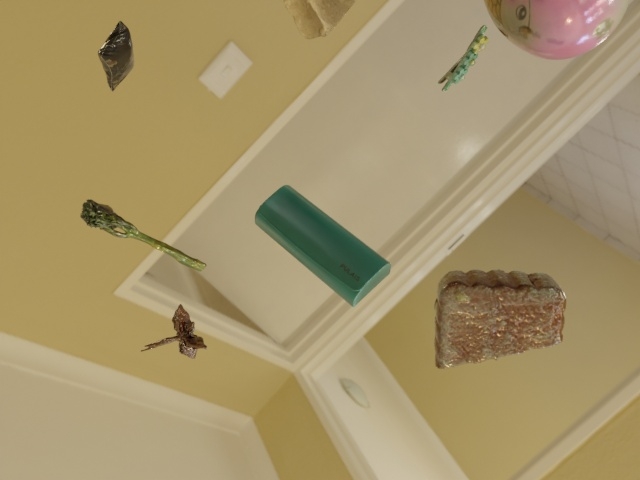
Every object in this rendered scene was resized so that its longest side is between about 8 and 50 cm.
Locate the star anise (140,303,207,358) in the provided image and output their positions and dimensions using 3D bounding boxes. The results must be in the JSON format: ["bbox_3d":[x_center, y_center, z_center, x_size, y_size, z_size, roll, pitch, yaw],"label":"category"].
[{"bbox_3d":[-0.413,0.280,1.384,0.144,0.140,0.158,-19,-112,-39],"label":"star anise"}]

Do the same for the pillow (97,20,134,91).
[{"bbox_3d":[-0.429,-0.388,1.047,0.048,0.090,0.150,44,162,-4],"label":"pillow"}]

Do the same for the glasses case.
[{"bbox_3d":[-0.001,0.001,1.042,0.301,0.117,0.070,39,155,23],"label":"glasses case"}]

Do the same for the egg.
[{"bbox_3d":[0.379,-0.419,0.820,0.196,0.196,0.271,40,-157,-40],"label":"egg"}]

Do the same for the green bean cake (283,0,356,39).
[{"bbox_3d":[0.006,-0.553,1.122,0.085,0.179,0.109,4,144,41],"label":"green bean cake"}]

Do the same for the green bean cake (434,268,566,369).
[{"bbox_3d":[0.334,0.153,0.942,0.097,0.233,0.198,-63,-32,-69],"label":"green bean cake"}]

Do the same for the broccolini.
[{"bbox_3d":[-0.341,0.004,0.949,0.254,0.058,0.071,37,-129,-31],"label":"broccolini"}]

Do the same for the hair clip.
[{"bbox_3d":[0.349,-0.429,1.180,0.049,0.173,0.049,19,-137,-19],"label":"hair clip"}]
